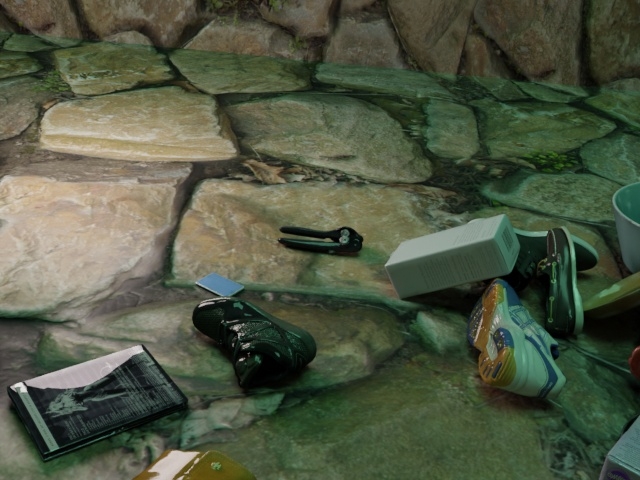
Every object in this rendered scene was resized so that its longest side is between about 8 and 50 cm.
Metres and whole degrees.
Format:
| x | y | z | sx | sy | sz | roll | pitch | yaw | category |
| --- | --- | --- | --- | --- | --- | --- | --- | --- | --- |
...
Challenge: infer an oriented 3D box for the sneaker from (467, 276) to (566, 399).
| x | y | z | sx | sy | sz | roll | pitch | yaw | category |
| --- | --- | --- | --- | --- | --- | --- | --- | --- | --- |
| 0.340 | 0.175 | 1.309 | 0.131 | 0.112 | 0.296 | 22 | 29 | -6 | sneaker |

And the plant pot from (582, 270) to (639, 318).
| x | y | z | sx | sy | sz | roll | pitch | yaw | category |
| --- | --- | --- | --- | --- | --- | --- | --- | --- | --- |
| 0.597 | 0.091 | 1.417 | 0.236 | 0.236 | 0.032 | -23 | 82 | -42 | plant pot |

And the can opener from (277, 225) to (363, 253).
| x | y | z | sx | sy | sz | roll | pitch | yaw | category |
| --- | --- | --- | --- | --- | --- | --- | --- | --- | --- |
| 0.000 | 0.000 | 1.619 | 0.186 | 0.073 | 0.059 | 2 | 67 | 1 | can opener |

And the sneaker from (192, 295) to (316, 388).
| x | y | z | sx | sy | sz | roll | pitch | yaw | category |
| --- | --- | --- | --- | --- | --- | --- | --- | --- | --- |
| -0.133 | 0.165 | 1.235 | 0.228 | 0.087 | 0.130 | 23 | 26 | 20 | sneaker |

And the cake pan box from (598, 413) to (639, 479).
| x | y | z | sx | sy | sz | roll | pitch | yaw | category |
| --- | --- | --- | --- | --- | --- | --- | --- | --- | --- |
| 0.560 | 0.327 | 1.068 | 0.267 | 0.070 | 0.246 | 25 | 31 | 32 | cake pan box |

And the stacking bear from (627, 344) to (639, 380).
| x | y | z | sx | sy | sz | roll | pitch | yaw | category |
| --- | --- | --- | --- | --- | --- | --- | --- | --- | --- |
| 0.665 | 0.152 | 1.332 | 0.164 | 0.175 | 0.289 | 32 | 26 | 15 | stacking bear |

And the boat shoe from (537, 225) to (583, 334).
| x | y | z | sx | sy | sz | roll | pitch | yaw | category |
| --- | --- | --- | --- | --- | --- | --- | --- | --- | --- |
| 0.451 | 0.072 | 1.441 | 0.069 | 0.081 | 0.227 | -1 | 58 | 6 | boat shoe |

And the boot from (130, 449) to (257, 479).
| x | y | z | sx | sy | sz | roll | pitch | yaw | category |
| --- | --- | --- | --- | --- | --- | --- | --- | --- | --- |
| -0.130 | 0.345 | 0.878 | 0.295 | 0.104 | 0.211 | 16 | 30 | 28 | boot |

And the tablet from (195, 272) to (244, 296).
| x | y | z | sx | sy | sz | roll | pitch | yaw | category |
| --- | --- | --- | --- | --- | --- | --- | --- | --- | --- |
| -0.195 | 0.087 | 1.458 | 0.083 | 0.006 | 0.054 | 21 | 32 | 30 | tablet |

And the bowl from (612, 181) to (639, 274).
| x | y | z | sx | sy | sz | roll | pitch | yaw | category |
| --- | --- | --- | --- | --- | --- | --- | --- | --- | --- |
| 0.768 | 0.005 | 1.596 | 0.312 | 0.163 | 0.311 | 0 | 29 | 0 | bowl |

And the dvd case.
| x | y | z | sx | sy | sz | roll | pitch | yaw | category |
| --- | --- | --- | --- | --- | --- | --- | --- | --- | --- |
| -0.336 | 0.237 | 1.138 | 0.221 | 0.018 | 0.164 | -15 | 35 | -34 | dvd case |

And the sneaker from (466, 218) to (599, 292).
| x | y | z | sx | sy | sz | roll | pitch | yaw | category |
| --- | --- | --- | --- | --- | --- | --- | --- | --- | --- |
| 0.439 | 0.053 | 1.549 | 0.296 | 0.104 | 0.147 | 12 | 44 | -8 | sneaker |

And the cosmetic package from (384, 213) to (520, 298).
| x | y | z | sx | sy | sz | roll | pitch | yaw | category |
| --- | --- | --- | --- | --- | --- | --- | --- | --- | --- |
| 0.253 | 0.032 | 1.451 | 0.231 | 0.085 | 0.117 | -18 | 16 | 32 | cosmetic package |
